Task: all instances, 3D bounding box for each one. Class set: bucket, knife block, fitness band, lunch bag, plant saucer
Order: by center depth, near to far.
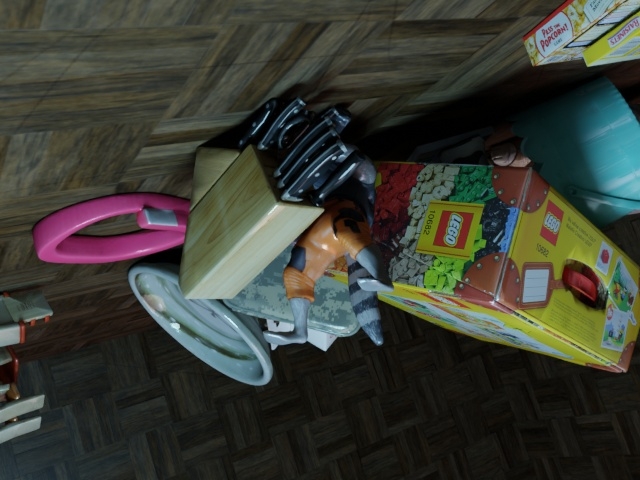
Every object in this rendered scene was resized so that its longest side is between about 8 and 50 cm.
[{"bbox_3d":[-0.060,-0.040,0.879,0.242,0.275,0.088,13,-175,43],"label":"knife block"},{"bbox_3d":[-0.322,-0.016,1.123,0.209,0.054,0.291,-18,171,17],"label":"fitness band"},{"bbox_3d":[0.476,-0.146,1.263,0.183,0.281,0.281,-26,170,17],"label":"bucket"},{"bbox_3d":[-0.042,0.065,1.440,0.305,0.212,0.256,12,176,3],"label":"lunch bag"},{"bbox_3d":[-0.253,0.167,1.588,0.100,0.400,0.400,-52,-172,-27],"label":"plant saucer"}]

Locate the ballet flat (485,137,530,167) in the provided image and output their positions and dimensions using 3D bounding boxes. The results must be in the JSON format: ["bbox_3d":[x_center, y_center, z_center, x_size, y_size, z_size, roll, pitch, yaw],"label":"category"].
[{"bbox_3d":[0.385,-0.173,1.554,0.067,0.073,0.206,9,152,-41],"label":"ballet flat"}]

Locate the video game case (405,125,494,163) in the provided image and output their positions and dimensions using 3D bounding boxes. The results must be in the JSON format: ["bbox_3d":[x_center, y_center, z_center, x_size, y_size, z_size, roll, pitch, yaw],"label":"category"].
[{"bbox_3d":[0.249,-0.178,1.387,0.157,0.019,0.143,-16,171,-8],"label":"video game case"}]

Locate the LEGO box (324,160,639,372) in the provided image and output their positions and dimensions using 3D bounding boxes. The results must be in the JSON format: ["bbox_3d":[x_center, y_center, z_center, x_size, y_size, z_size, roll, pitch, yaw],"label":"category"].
[{"bbox_3d":[0.278,0.049,1.193,0.373,0.193,0.500,9,168,44],"label":"LEGO box"}]

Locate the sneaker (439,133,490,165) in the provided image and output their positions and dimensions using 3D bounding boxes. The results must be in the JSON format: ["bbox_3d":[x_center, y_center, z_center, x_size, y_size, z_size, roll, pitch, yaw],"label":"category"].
[{"bbox_3d":[0.293,-0.125,1.388,0.100,0.108,0.271,-22,172,11],"label":"sneaker"}]

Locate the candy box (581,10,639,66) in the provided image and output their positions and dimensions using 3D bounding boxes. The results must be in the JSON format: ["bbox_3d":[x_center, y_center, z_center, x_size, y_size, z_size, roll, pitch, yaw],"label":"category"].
[{"bbox_3d":[0.417,-0.268,0.815,0.105,0.027,0.206,-17,171,-27],"label":"candy box"}]

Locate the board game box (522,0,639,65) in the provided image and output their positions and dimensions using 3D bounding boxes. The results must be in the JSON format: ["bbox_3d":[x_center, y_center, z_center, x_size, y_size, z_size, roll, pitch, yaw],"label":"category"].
[{"bbox_3d":[0.368,-0.285,0.854,0.147,0.045,0.193,-14,171,-25],"label":"board game box"}]

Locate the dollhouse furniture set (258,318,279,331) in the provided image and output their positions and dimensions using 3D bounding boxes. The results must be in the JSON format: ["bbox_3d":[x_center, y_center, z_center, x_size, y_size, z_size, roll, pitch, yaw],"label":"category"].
[{"bbox_3d":[-0.131,0.095,1.724,0.161,0.212,0.242,-24,-164,44],"label":"dollhouse furniture set"}]

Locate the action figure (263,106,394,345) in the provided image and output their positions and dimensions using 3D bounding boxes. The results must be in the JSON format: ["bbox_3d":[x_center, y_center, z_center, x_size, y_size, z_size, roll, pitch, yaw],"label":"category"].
[{"bbox_3d":[0.000,0.000,1.020,0.179,0.330,0.341,22,137,-20],"label":"action figure"}]

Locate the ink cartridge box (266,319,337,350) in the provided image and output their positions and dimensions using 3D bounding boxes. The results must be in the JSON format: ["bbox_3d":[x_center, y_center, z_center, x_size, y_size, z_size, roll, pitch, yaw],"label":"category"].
[{"bbox_3d":[0.024,0.117,1.692,0.353,0.119,0.207,-46,149,-32],"label":"ink cartridge box"}]

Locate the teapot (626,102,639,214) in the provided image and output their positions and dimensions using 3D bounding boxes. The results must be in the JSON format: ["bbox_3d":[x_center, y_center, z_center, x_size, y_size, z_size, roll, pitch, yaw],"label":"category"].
[{"bbox_3d":[0.623,-0.193,1.434,0.187,0.256,0.253,38,154,-29],"label":"teapot"}]

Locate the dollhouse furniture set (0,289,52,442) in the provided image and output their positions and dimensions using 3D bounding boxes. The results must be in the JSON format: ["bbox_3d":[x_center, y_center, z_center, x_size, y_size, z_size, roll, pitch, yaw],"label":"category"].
[{"bbox_3d":[-0.636,0.231,1.425,0.135,0.262,0.259,-14,139,-40],"label":"dollhouse furniture set"}]
